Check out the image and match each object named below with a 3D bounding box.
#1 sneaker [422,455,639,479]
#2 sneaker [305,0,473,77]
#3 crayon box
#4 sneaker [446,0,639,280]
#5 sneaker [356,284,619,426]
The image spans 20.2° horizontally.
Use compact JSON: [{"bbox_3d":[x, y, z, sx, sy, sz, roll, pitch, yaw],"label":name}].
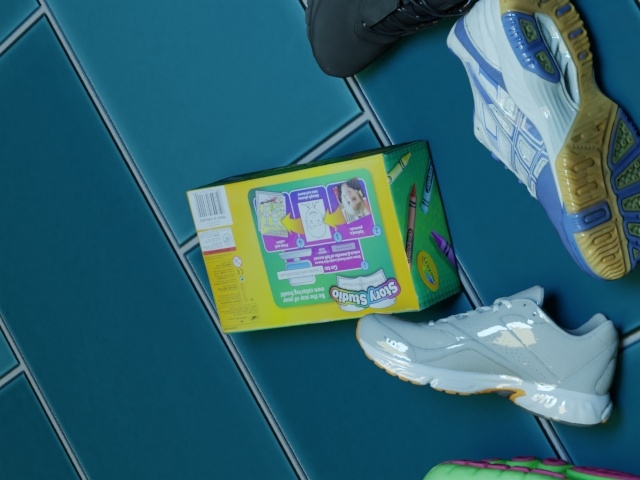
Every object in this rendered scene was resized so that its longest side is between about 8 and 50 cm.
[{"bbox_3d":[0.297,0.327,1.698,0.483,0.185,0.202,5,94,47],"label":"sneaker"},{"bbox_3d":[0.083,-0.248,1.720,0.286,0.109,0.130,-52,46,37],"label":"sneaker"},{"bbox_3d":[0.000,0.000,1.898,0.278,0.081,0.165,-9,98,39],"label":"crayon box"},{"bbox_3d":[0.217,-0.098,1.704,0.131,0.112,0.296,-23,85,54],"label":"sneaker"},{"bbox_3d":[0.168,0.093,1.768,0.262,0.099,0.121,13,100,5],"label":"sneaker"}]
